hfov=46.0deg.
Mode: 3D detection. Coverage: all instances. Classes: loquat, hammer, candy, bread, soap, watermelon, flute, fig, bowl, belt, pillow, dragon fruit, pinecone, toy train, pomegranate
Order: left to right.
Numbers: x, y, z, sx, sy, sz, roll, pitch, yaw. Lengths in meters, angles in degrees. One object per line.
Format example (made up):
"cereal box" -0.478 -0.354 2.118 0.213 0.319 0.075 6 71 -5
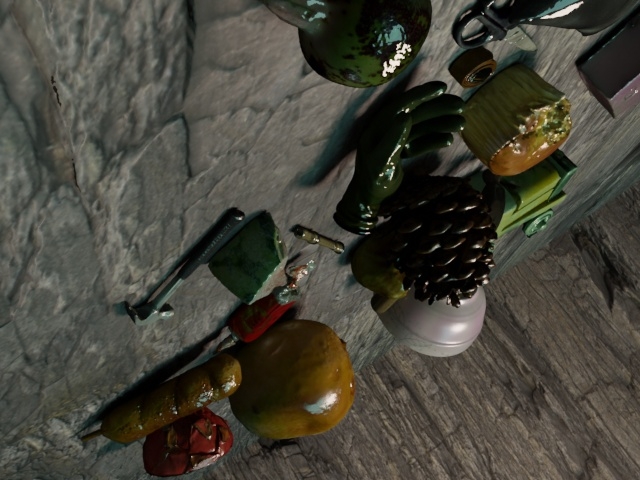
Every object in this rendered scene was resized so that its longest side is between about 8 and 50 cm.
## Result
"bread" -0.311 0.326 1.494 0.344 0.084 0.124 -26 171 -2
"dragon fruit" -0.321 0.438 1.760 0.219 0.148 0.224 -11 -171 32
"hammer" -0.195 0.041 1.093 0.246 0.029 0.103 -46 162 24
"watermelon" -0.101 0.045 1.179 0.121 0.098 0.158 -33 167 -9
"candy" -0.110 0.133 1.453 0.292 0.059 0.086 -44 163 28
"loquat" -0.065 0.309 1.695 0.284 0.275 0.276 -19 164 5
"flute" 0.000 0.000 1.369 0.027 0.027 0.233 -39 163 10
"pomegranate" 0.023 -0.221 0.702 0.138 0.163 0.125 -34 -149 51
"fig" 0.136 0.048 1.617 0.166 0.154 0.144 -11 -159 42
"hammer" 0.248 0.029 1.656 0.440 0.044 0.168 -48 -159 40
"bowl" 0.285 0.127 1.849 0.287 0.287 0.143 -23 150 -39
"pinecone" 0.222 -0.011 1.419 0.224 0.272 0.224 -24 -169 5
"belt" 0.229 -0.255 1.118 0.083 0.036 0.059 -17 154 -50
"toy train" 0.439 -0.086 1.803 0.397 0.160 0.253 -27 155 -26
"bread" 0.351 -0.203 1.341 0.179 0.133 0.250 -34 163 7
"pillow" 0.366 -0.353 1.002 0.250 0.106 0.186 -15 149 -48
"soap" 0.676 -0.392 1.526 0.296 0.107 0.285 -42 165 20

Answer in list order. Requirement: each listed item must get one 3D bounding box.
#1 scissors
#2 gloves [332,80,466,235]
"scissors" 0.276 -0.306 1.101 0.109 0.022 0.300 -40 164 25
"gloves" 0.102 -0.123 1.096 0.268 0.107 0.135 -51 169 30
